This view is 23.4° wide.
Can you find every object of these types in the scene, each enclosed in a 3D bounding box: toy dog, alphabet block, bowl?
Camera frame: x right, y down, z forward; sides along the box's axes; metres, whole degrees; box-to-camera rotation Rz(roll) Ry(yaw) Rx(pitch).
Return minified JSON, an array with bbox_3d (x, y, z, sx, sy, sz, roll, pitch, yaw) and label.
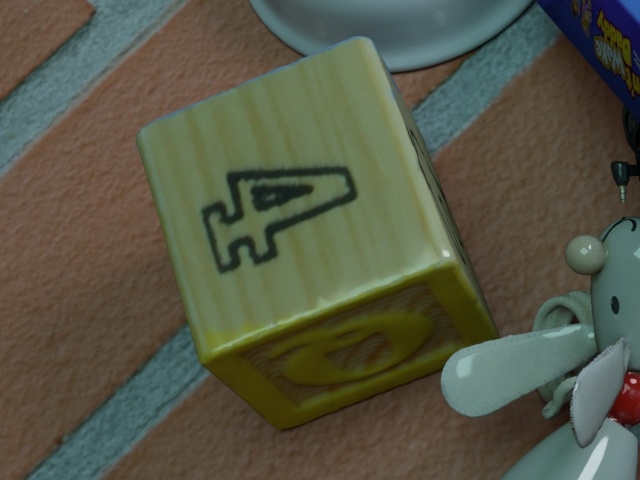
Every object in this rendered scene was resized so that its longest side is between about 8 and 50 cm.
[{"bbox_3d":[0.132,0.143,1.011,0.161,0.220,0.334,16,69,-20],"label":"toy dog"},{"bbox_3d":[0.000,0.000,1.148,0.193,0.192,0.197,-23,64,9],"label":"alphabet block"},{"bbox_3d":[0.052,-0.300,1.290,0.298,0.134,0.298,-6,66,14],"label":"bowl"}]

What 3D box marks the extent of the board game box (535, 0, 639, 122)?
[{"bbox_3d":[0.306,-0.163,1.064,0.233,0.078,0.347,-13,34,-7],"label":"board game box"}]

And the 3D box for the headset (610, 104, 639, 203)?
[{"bbox_3d":[0.377,-0.015,0.991,0.394,0.185,0.243,8,42,46],"label":"headset"}]
